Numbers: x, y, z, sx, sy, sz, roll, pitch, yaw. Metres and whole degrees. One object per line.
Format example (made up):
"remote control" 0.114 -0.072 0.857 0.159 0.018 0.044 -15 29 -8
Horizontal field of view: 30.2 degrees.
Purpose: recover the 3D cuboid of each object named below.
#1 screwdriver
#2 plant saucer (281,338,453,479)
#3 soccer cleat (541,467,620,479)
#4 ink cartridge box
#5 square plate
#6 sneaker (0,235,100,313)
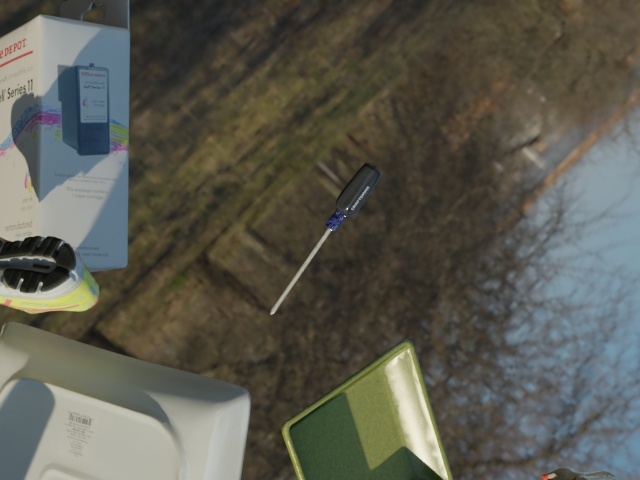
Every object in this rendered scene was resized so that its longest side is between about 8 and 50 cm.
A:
"screwdriver" 0.000 0.000 1.085 0.170 0.024 0.025 -53 158 8
"plant saucer" 0.042 0.222 1.226 0.188 0.188 0.045 -30 -159 -36
"soccer cleat" 0.265 0.250 1.125 0.076 0.068 0.196 -5 -178 -2
"ink cartridge box" -0.322 -0.139 1.413 0.119 0.354 0.207 4 174 -36
"square plate" -0.238 0.281 1.199 0.049 0.347 0.344 2 97 -57
"sneaker" -0.314 0.039 1.208 0.094 0.208 0.082 48 59 -54
